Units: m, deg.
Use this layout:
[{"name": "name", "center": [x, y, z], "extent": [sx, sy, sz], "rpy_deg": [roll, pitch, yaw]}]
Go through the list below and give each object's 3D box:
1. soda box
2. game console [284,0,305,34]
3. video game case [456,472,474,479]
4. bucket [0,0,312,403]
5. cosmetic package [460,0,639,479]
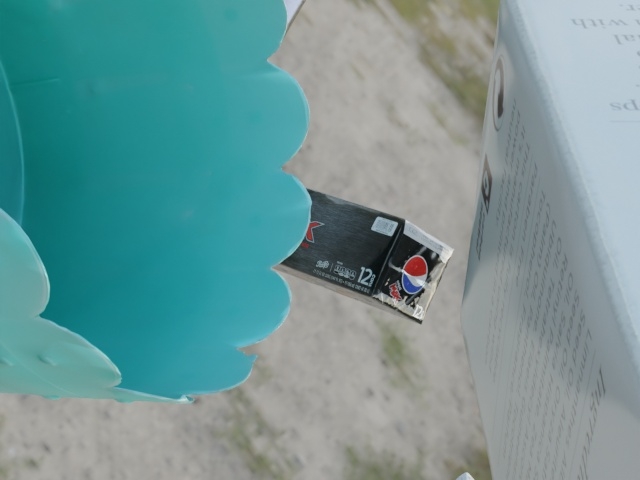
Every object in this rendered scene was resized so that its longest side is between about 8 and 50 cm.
[{"name": "soda box", "center": [0.000, 0.000, 0.978], "extent": [0.169, 0.053, 0.060], "rpy_deg": [20, -6, 43]}, {"name": "game console", "center": [-0.164, -0.206, 1.590], "extent": [0.250, 0.173, 0.293], "rpy_deg": [17, 20, -1]}, {"name": "video game case", "center": [0.240, 0.398, 1.868], "extent": [0.201, 0.023, 0.183], "rpy_deg": [48, 13, -13]}, {"name": "bucket", "center": [-0.144, -0.049, 0.734], "extent": [0.281, 0.183, 0.281], "rpy_deg": [21, 67, -60]}, {"name": "cosmetic package", "center": [0.181, 0.095, 0.399], "extent": [0.453, 0.230, 0.161], "rpy_deg": [-94, -174, -56]}]
